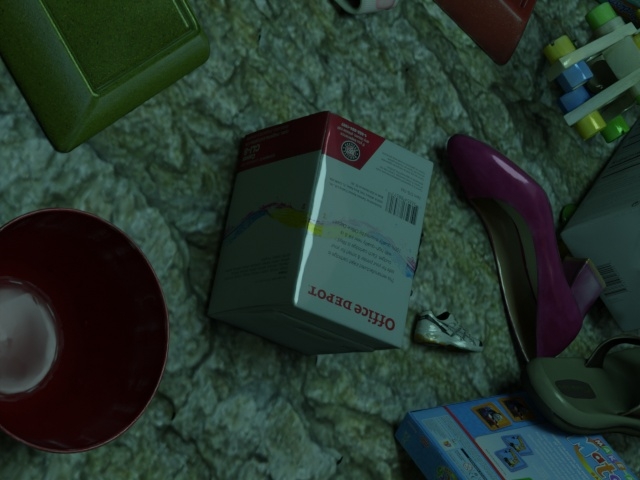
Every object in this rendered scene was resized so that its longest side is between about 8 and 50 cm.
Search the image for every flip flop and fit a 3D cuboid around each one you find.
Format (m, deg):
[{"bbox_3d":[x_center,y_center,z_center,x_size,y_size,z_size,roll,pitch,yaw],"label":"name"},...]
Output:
[{"bbox_3d":[0.308,0.137,1.560,0.277,0.080,0.112,6,37,-47],"label":"flip flop"}]

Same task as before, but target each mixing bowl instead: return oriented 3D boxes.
[{"bbox_3d":[-0.216,0.070,1.162,0.181,0.098,0.181,7,79,-40],"label":"mixing bowl"}]

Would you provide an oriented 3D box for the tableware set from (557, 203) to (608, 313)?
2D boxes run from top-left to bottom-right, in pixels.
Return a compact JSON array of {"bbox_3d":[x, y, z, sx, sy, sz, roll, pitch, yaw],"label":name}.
[{"bbox_3d":[0.310,0.026,1.660,0.154,0.024,0.104,27,63,-33],"label":"tableware set"}]

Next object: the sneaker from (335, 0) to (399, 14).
[{"bbox_3d":[0.030,-0.277,1.453,0.070,0.051,0.134,-29,106,-44],"label":"sneaker"}]

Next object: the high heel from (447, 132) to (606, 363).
[{"bbox_3d":[0.183,0.010,1.531,0.117,0.082,0.244,-49,117,-20],"label":"high heel"}]

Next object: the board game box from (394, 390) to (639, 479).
[{"bbox_3d":[0.196,0.216,1.462,0.211,0.039,0.160,-6,44,-39],"label":"board game box"}]

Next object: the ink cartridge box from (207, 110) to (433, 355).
[{"bbox_3d":[0.000,0.000,1.334,0.128,0.127,0.176,25,68,-35],"label":"ink cartridge box"}]

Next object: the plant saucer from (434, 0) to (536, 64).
[{"bbox_3d":[0.166,-0.359,1.584,0.259,0.047,0.258,39,60,-28],"label":"plant saucer"}]

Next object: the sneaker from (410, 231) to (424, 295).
[{"bbox_3d":[0.076,-0.012,1.441,0.061,0.065,0.158,12,76,-38],"label":"sneaker"}]

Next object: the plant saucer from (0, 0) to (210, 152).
[{"bbox_3d":[-0.184,-0.197,1.267,0.188,0.045,0.188,-39,108,-36],"label":"plant saucer"}]

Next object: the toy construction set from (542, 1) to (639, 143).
[{"bbox_3d":[0.382,-0.211,1.603,0.327,0.215,0.151,-17,83,1],"label":"toy construction set"}]

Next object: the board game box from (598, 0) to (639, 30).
[{"bbox_3d":[0.375,-0.350,1.756,0.160,0.047,0.210,29,65,-34],"label":"board game box"}]

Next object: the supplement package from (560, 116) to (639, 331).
[{"bbox_3d":[0.385,-0.038,1.635,0.139,0.134,0.244,55,46,-15],"label":"supplement package"}]

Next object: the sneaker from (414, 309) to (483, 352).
[{"bbox_3d":[0.128,0.088,1.490,0.083,0.032,0.037,17,73,-37],"label":"sneaker"}]
